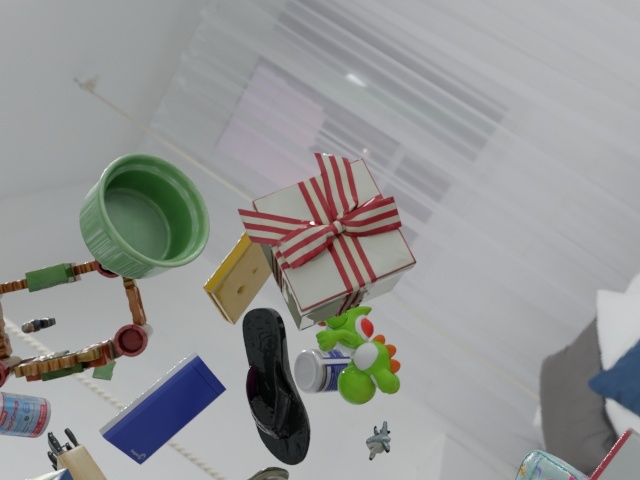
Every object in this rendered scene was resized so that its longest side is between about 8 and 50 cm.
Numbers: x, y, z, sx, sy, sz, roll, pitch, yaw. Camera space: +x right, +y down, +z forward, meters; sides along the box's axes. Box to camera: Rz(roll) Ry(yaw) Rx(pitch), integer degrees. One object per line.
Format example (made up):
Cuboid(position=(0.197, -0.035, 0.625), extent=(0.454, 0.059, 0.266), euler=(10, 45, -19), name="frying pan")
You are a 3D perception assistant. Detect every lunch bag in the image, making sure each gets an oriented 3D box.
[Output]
Cuboid(position=(0.626, 0.750, 1.697), extent=(0.279, 0.108, 0.224), euler=(-63, 29, -1), name="lunch bag")

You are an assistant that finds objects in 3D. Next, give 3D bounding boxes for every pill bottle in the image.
Cuboid(position=(-0.660, 0.363, 1.267), extent=(0.160, 0.087, 0.087), euler=(26, -81, -45), name="pill bottle")
Cuboid(position=(0.051, 0.458, 2.136), extent=(0.265, 0.153, 0.153), euler=(7, -54, -37), name="pill bottle")

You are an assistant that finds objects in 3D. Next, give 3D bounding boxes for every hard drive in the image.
Cuboid(position=(-0.435, 0.477, 1.713), extent=(0.319, 0.040, 0.210), euler=(-40, -40, -16), name="hard drive")

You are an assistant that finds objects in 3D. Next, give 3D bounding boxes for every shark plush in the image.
Cuboid(position=(0.182, 0.583, 1.808), extent=(0.073, 0.067, 0.161), euler=(-35, 0, 37), name="shark plush")

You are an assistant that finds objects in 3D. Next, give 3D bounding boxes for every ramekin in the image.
Cuboid(position=(-0.442, -0.050, 1.508), extent=(0.148, 0.303, 0.303), euler=(-28, 13, 37), name="ramekin")

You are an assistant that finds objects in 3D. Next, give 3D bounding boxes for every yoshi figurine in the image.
Cuboid(position=(0.068, 0.317, 1.717), extent=(0.204, 0.362, 0.202), euler=(-10, -45, -35), name="yoshi figurine")

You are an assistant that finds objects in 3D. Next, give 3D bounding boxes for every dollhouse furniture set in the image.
Cuboid(position=(-0.708, 0.382, 1.873), extent=(0.059, 0.152, 0.076), euler=(-37, 43, 54), name="dollhouse furniture set")

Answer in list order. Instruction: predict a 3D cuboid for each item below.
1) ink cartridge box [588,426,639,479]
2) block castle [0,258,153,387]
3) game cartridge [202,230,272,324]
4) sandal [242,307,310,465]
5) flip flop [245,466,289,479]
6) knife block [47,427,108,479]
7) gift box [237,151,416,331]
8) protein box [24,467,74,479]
Cuboid(position=(0.665, 0.576, 1.259), extent=(0.279, 0.160, 0.385), euler=(-55, -42, 0), name="ink cartridge box")
Cuboid(position=(-0.693, 0.205, 1.584), extent=(0.454, 0.302, 0.213), euler=(-14, 1, -4), name="block castle")
Cuboid(position=(-0.232, 0.086, 1.941), extent=(0.323, 0.053, 0.285), euler=(-56, -19, -21), name="game cartridge")
Cuboid(position=(-0.151, 0.412, 1.687), extent=(0.168, 0.445, 0.107), euler=(-19, -8, 29), name="sandal")
Cuboid(position=(-0.190, 0.762, 1.806), extent=(0.277, 0.112, 0.080), euler=(-42, 41, 30), name="flip flop")
Cuboid(position=(-0.784, 0.719, 1.940), extent=(0.088, 0.241, 0.276), euler=(-22, 3, -41), name="knife block")
Cuboid(position=(0.000, 0.000, 1.149), extent=(0.255, 0.276, 0.258), euler=(-27, -13, -12), name="gift box")
Cuboid(position=(-0.731, 0.763, 1.607), extent=(0.136, 0.201, 0.200), euler=(-17, 15, 8), name="protein box")
